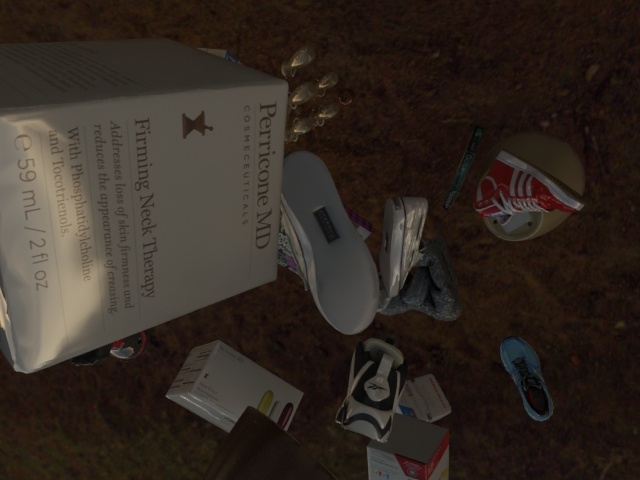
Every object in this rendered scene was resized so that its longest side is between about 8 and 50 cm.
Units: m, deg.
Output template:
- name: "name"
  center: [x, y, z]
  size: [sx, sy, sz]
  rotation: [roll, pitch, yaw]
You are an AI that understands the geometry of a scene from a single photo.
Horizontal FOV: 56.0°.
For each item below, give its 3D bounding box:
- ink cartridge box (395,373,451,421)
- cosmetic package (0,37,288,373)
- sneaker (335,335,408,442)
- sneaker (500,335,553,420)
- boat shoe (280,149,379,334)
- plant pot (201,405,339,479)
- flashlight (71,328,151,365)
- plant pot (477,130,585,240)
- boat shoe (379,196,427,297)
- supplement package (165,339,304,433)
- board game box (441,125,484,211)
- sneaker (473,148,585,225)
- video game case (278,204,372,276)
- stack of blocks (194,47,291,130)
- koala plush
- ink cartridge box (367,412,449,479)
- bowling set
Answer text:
- name: "ink cartridge box"
  center: [0.300, 0.518, 1.911]
  size: [0.082, 0.191, 0.139]
  rotation: [-53, 54, 41]
- name: "cosmetic package"
  center: [-0.303, -0.089, 0.854]
  size: [0.327, 0.394, 0.329]
  rotation: [30, 126, 39]
- name: "sneaker"
  center: [0.087, 0.230, 0.955]
  size: [0.094, 0.153, 0.235]
  rotation: [19, 167, 13]
- name: "sneaker"
  center: [0.384, 0.250, 1.105]
  size: [0.063, 0.073, 0.162]
  rotation: [-25, 73, 8]
- name: "boat shoe"
  center: [-0.008, 0.003, 1.153]
  size: [0.367, 0.136, 0.156]
  rotation: [65, 167, -16]
- name: "plant pot"
  center: [-0.103, 0.395, 0.851]
  size: [0.215, 0.230, 0.215]
  rotation: [37, 157, 18]
- name: "flashlight"
  center: [-0.443, 0.216, 1.272]
  size: [0.103, 0.304, 0.103]
  rotation: [2, 85, -1]
- name: "plant pot"
  center: [0.476, -0.103, 1.417]
  size: [0.257, 0.274, 0.256]
  rotation: [11, 116, 23]
- name: "boat shoe"
  center: [0.179, 0.016, 1.277]
  size: [0.088, 0.096, 0.267]
  rotation: [-7, 128, -7]
- name: "supplement package"
  center: [-0.215, 0.385, 1.504]
  size: [0.262, 0.145, 0.204]
  rotation: [35, 151, -17]
- name: "board game box"
  center: [0.355, -0.178, 1.503]
  size: [0.026, 0.126, 0.186]
  rotation: [22, 135, 8]
- name: "sneaker"
  center: [0.186, -0.036, 0.555]
  size: [0.042, 0.118, 0.067]
  rotation: [27, 105, -26]
- name: "video game case"
  center: [-0.038, -0.021, 1.341]
  size: [0.232, 0.041, 0.210]
  rotation: [33, 123, -16]
- name: "stack of blocks"
  center: [-0.174, -0.245, 1.223]
  size: [0.087, 0.297, 0.171]
  rotation: [11, 84, 22]
- name: "koala plush"
  center: [0.209, 0.117, 1.449]
  size: [0.221, 0.196, 0.203]
  rotation: [-20, 84, 20]
- name: "ink cartridge box"
  center: [0.179, 0.468, 1.215]
  size: [0.128, 0.127, 0.176]
  rotation: [7, 113, 30]
- name: "bowling set"
  center: [-0.012, -0.406, 1.777]
  size: [0.154, 0.200, 0.286]
  rotation: [-14, 68, 56]
